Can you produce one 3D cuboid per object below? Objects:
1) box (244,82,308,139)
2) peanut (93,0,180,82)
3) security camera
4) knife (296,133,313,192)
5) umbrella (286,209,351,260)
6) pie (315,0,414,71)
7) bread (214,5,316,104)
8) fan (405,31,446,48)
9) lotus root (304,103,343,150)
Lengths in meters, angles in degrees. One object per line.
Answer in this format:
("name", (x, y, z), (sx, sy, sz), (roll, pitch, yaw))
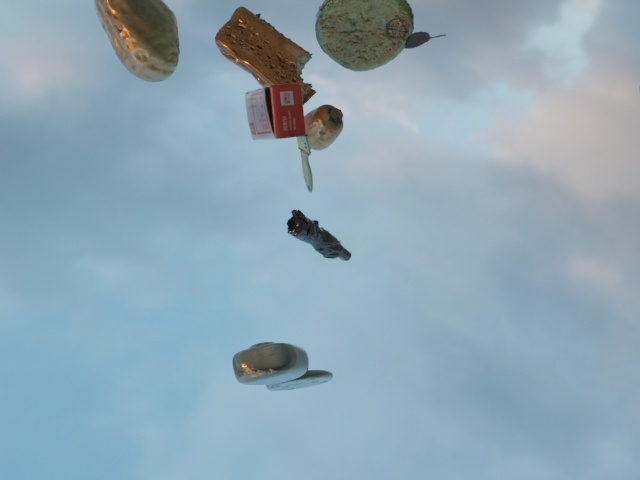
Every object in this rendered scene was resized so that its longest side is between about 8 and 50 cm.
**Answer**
("box", (-0.116, -0.319, 1.819), (0.099, 0.133, 0.182), (-11, -168, -22))
("peanut", (-0.485, -0.601, 1.917), (0.192, 0.169, 0.387), (-21, -97, -34))
("security camera", (-0.077, 0.282, 1.607), (0.301, 0.157, 0.080), (38, -141, -63))
("knife", (-0.046, -0.264, 2.210), (0.043, 0.293, 0.020), (15, -134, 28))
("umbrella", (0.000, 0.000, 1.782), (0.059, 0.066, 0.235), (14, 166, 40))
("pie", (0.114, -0.582, 1.978), (0.277, 0.277, 0.078), (14, -132, -14))
("bread", (-0.157, -0.590, 2.335), (0.380, 0.109, 0.185), (40, -95, 14))
("fan", (0.288, -0.565, 2.031), (0.133, 0.005, 0.085), (-1, -134, 29))
("lotus root", (-0.010, -0.362, 2.398), (0.118, 0.221, 0.125), (7, -122, -41))
